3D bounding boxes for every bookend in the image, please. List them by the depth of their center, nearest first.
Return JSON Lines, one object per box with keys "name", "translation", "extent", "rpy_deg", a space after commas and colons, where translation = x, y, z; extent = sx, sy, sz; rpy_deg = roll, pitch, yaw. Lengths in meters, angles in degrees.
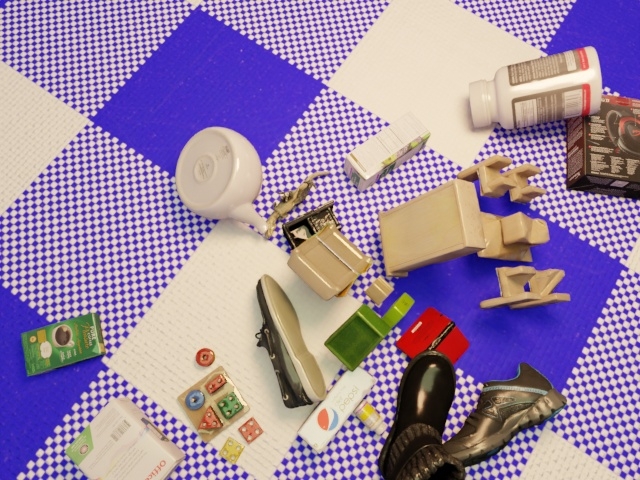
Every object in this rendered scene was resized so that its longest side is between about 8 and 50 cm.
{"name": "bookend", "translation": [0.000, 0.000, 1.261], "extent": [0.156, 0.072, 0.157], "rpy_deg": [-26, 76, -9]}

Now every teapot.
{"name": "teapot", "translation": [-0.247, -0.171, 1.254], "extent": [0.252, 0.187, 0.256], "rpy_deg": [14, 90, 31]}

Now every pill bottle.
{"name": "pill bottle", "translation": [0.122, 0.434, 1.151], "extent": [0.043, 0.043, 0.083], "rpy_deg": [-42, 79, -12]}
{"name": "pill bottle", "translation": [0.584, -0.408, 1.304], "extent": [0.318, 0.176, 0.177], "rpy_deg": [-6, 72, 23]}

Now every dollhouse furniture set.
{"name": "dollhouse furniture set", "translation": [0.051, 0.129, 1.168], "extent": [0.301, 0.151, 0.197], "rpy_deg": [43, 38, 9]}
{"name": "dollhouse furniture set", "translation": [0.384, -0.006, 1.203], "extent": [0.394, 0.256, 0.362], "rpy_deg": [6, 71, -35]}

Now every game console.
{"name": "game console", "translation": [0.291, 0.269, 1.221], "extent": [0.144, 0.085, 0.124], "rpy_deg": [-44, 48, -13]}

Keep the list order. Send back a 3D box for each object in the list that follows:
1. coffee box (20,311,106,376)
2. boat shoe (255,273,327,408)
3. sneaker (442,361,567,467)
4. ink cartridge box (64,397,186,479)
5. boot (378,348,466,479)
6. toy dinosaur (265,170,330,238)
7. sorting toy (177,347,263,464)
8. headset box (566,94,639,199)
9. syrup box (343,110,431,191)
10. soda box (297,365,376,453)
{"name": "coffee box", "translation": [-0.644, 0.261, 1.183], "extent": [0.184, 0.040, 0.113], "rpy_deg": [-18, 75, -6]}
{"name": "boat shoe", "translation": [-0.103, 0.251, 1.165], "extent": [0.113, 0.127, 0.340], "rpy_deg": [-32, 75, 16]}
{"name": "sneaker", "translation": [0.414, 0.428, 1.140], "extent": [0.340, 0.125, 0.140], "rpy_deg": [-26, 55, -11]}
{"name": "ink cartridge box", "translation": [-0.447, 0.496, 1.092], "extent": [0.212, 0.093, 0.154], "rpy_deg": [39, 77, 11]}
{"name": "boot", "translation": [0.235, 0.419, 1.025], "extent": [0.131, 0.260, 0.348], "rpy_deg": [18, 82, 3]}
{"name": "toy dinosaur", "translation": [-0.066, -0.121, 1.271], "extent": [0.064, 0.118, 0.268], "rpy_deg": [45, 78, 1]}
{"name": "sorting toy", "translation": [-0.259, 0.406, 1.148], "extent": [0.132, 0.046, 0.275], "rpy_deg": [-35, 78, -11]}
{"name": "headset box", "translation": [0.836, -0.284, 1.348], "extent": [0.217, 0.110, 0.294], "rpy_deg": [8, 74, 1]}
{"name": "syrup box", "translation": [0.185, -0.250, 1.329], "extent": [0.236, 0.093, 0.096], "rpy_deg": [-37, 78, -11]}
{"name": "soda box", "translation": [0.039, 0.403, 1.145], "extent": [0.074, 0.069, 0.216], "rpy_deg": [39, 76, 10]}
